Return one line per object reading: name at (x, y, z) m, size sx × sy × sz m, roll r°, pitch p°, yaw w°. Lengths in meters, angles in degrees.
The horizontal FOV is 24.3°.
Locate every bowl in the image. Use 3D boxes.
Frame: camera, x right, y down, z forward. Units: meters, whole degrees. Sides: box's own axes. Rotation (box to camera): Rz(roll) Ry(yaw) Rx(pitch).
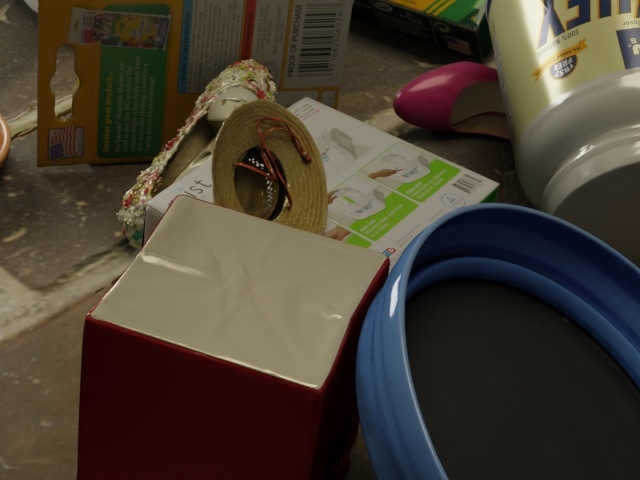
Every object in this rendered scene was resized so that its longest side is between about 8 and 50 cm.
bowl at (0.192, 0.154, 1.120) m, size 0.391 × 0.077 × 0.391 m, roll 25°, pitch 43°, yaw -25°

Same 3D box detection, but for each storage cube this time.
storage cube at (-0.071, 0.108, 1.168) m, size 0.215 × 0.193 × 0.184 m, roll 18°, pitch 37°, yaw 10°

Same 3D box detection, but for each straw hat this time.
straw hat at (-0.060, -0.044, 1.275) m, size 0.061 × 0.144 × 0.144 m, roll -17°, pitch 16°, yaw 42°

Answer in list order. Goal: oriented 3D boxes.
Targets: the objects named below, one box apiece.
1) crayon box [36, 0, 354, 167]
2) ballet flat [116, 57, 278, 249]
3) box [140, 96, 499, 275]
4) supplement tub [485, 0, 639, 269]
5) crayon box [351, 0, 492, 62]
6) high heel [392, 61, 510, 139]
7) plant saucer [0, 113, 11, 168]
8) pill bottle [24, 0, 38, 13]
crayon box at (-0.138, -0.189, 1.545) m, size 0.322 × 0.203 × 0.083 m, roll -5°, pitch 38°, yaw -18°
ballet flat at (-0.105, -0.084, 1.452) m, size 0.091 × 0.077 × 0.241 m, roll 40°, pitch 67°, yaw -18°
box at (0.000, 0.000, 1.384) m, size 0.231 × 0.127 × 0.262 m, roll 25°, pitch 40°, yaw 22°
supplement tub at (0.304, -0.156, 1.517) m, size 0.235 × 0.235 × 0.325 m, roll 1°, pitch 56°, yaw -11°
crayon box at (0.178, -0.397, 1.854) m, size 0.202 × 0.081 × 0.319 m, roll 21°, pitch 71°, yaw 22°
high heel at (0.206, -0.138, 1.659) m, size 0.244 × 0.082 × 0.117 m, roll 1°, pitch 32°, yaw -28°
plant saucer at (-0.415, -0.093, 1.500) m, size 0.199 × 0.037 × 0.200 m, roll 6°, pitch 36°, yaw -5°
pill bottle at (-0.194, -0.392, 1.810) m, size 0.361 × 0.204 × 0.204 m, roll -22°, pitch 46°, yaw -35°
